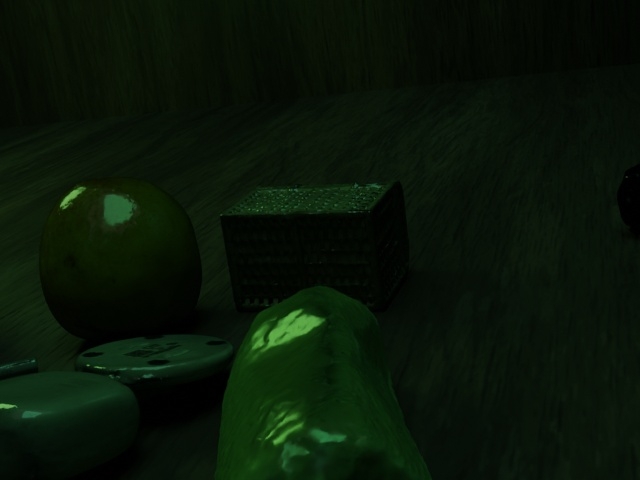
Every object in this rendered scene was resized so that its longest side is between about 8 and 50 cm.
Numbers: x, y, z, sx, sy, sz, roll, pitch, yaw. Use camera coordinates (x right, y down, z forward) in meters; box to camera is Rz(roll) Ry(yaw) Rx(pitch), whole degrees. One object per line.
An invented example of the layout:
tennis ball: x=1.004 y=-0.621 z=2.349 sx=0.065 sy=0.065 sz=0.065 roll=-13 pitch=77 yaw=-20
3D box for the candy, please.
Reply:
candy: x=-0.003 y=0.140 z=0.708 sx=0.142 sy=0.132 sz=0.343 roll=-50 pitch=11 yaw=11

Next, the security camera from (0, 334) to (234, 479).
security camera: x=-0.202 y=0.149 z=0.847 sx=0.157 sy=0.080 sz=0.301 roll=0 pitch=9 yaw=32

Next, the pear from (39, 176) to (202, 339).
pear: x=-0.237 y=0.021 z=1.080 sx=0.200 sy=0.200 sz=0.200 roll=-8 pitch=17 yaw=2

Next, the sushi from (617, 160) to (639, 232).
sushi: x=0.423 y=-0.054 z=1.162 sx=0.083 sy=0.085 sz=0.056 roll=-23 pitch=21 yaw=-39

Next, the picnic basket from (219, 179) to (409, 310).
picnic basket: x=0.000 y=0.000 z=1.119 sx=0.196 sy=0.134 sz=0.154 roll=-2 pitch=22 yaw=21

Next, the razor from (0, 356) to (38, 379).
razor: x=-0.408 y=0.160 z=0.967 sx=0.211 sy=0.036 sz=0.084 roll=-18 pitch=22 yaw=-27
